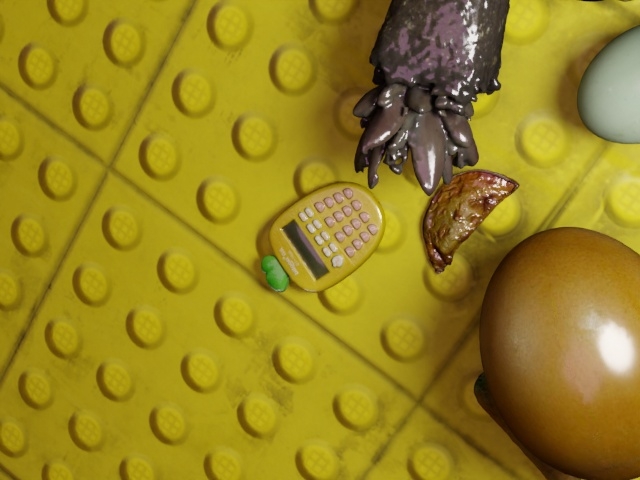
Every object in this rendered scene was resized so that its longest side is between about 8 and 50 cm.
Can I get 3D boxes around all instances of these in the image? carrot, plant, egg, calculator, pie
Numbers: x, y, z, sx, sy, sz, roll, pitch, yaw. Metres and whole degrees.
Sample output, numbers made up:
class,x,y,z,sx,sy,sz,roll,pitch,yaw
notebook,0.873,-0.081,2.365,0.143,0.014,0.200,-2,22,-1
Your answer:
class,x,y,z,sx,sy,sz,roll,pitch,yaw
carrot,0.337,0.320,1.492,0.078,0.078,0.298,-34,91,24
plant,0.155,-0.221,1.378,0.182,0.194,0.320,17,104,21
egg,0.431,-0.206,1.294,0.192,0.149,0.149,-33,88,23
calculator,0.000,0.000,1.574,0.235,0.032,0.146,-35,87,23
egg,0.361,0.152,1.328,0.283,0.283,0.351,-20,83,24
pie,0.206,-0.041,1.485,0.088,0.033,0.191,44,113,12
